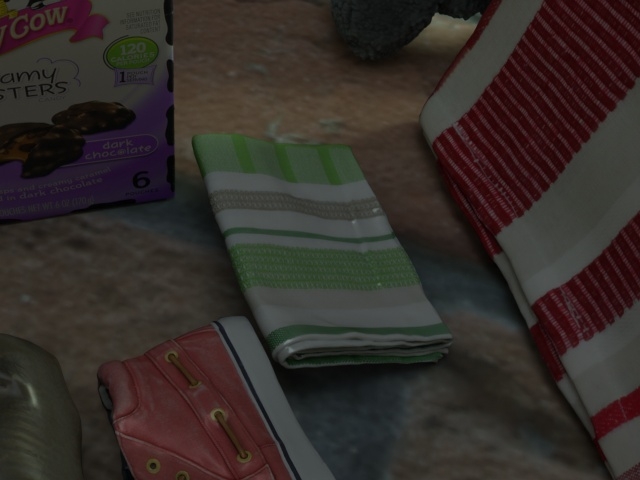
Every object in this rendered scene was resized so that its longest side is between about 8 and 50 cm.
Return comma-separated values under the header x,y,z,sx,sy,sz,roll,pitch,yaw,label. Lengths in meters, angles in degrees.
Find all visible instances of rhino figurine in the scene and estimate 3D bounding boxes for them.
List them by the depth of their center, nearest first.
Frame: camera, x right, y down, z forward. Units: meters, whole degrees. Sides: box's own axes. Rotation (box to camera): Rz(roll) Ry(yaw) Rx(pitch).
x,y,z,sx,sy,sz,roll,pitch,yaw,label
-0.133,0.139,0.423,0.106,0.073,0.243,-18,59,-17,rhino figurine

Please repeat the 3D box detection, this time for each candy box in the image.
x,y,z,sx,sy,sz,roll,pitch,yaw,label
-0.160,-0.095,0.519,0.164,0.196,0.070,-10,56,-14,candy box

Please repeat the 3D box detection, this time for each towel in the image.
x,y,z,sx,sy,sz,roll,pitch,yaw,label
0.162,-0.029,0.489,0.037,0.237,0.329,0,51,-30,towel
0.000,0.000,0.554,0.113,0.023,0.152,3,48,-36,towel

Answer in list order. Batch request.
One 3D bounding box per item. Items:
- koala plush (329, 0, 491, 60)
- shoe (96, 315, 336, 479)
x,y,z,sx,sy,sz,roll,pitch,yaw,label
0.114,-0.253,0.699,0.196,0.203,0.221,7,40,-3,koala plush
-0.042,0.115,0.463,0.081,0.063,0.178,-17,52,-18,shoe
